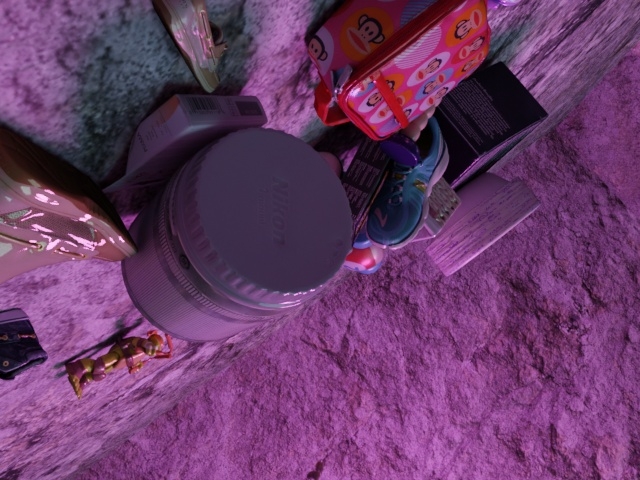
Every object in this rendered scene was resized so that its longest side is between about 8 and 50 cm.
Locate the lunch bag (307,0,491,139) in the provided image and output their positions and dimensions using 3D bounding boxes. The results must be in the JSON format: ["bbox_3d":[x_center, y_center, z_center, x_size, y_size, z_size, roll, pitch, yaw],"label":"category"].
[{"bbox_3d":[0.100,-0.248,0.822,0.258,0.120,0.293,-36,169,12],"label":"lunch bag"}]

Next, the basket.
[{"bbox_3d":[0.193,-0.072,1.222,0.103,0.113,0.167,-44,-170,-17],"label":"basket"}]

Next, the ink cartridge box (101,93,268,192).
[{"bbox_3d":[-0.172,-0.117,0.722,0.179,0.045,0.145,-23,179,32],"label":"ink cartridge box"}]

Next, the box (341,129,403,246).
[{"bbox_3d":[0.096,-0.132,1.125,0.270,0.060,0.216,-62,174,-12],"label":"box"}]

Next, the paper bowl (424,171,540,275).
[{"bbox_3d":[0.372,-0.054,1.439,0.284,0.148,0.284,-36,171,-6],"label":"paper bowl"}]

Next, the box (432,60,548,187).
[{"bbox_3d":[0.302,-0.221,1.370,0.294,0.182,0.296,-29,168,-36],"label":"box"}]

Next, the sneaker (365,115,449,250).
[{"bbox_3d":[0.150,-0.109,1.073,0.275,0.107,0.110,-65,155,-24],"label":"sneaker"}]

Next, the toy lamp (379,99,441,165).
[{"bbox_3d":[0.201,-0.255,1.009,0.274,0.080,0.080,-59,172,-10],"label":"toy lamp"}]

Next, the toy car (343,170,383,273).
[{"bbox_3d":[0.000,0.000,1.336,0.238,0.210,0.219,-25,158,0],"label":"toy car"}]

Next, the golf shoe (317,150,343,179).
[{"bbox_3d":[-0.065,-0.083,1.002,0.273,0.105,0.120,-35,160,-23],"label":"golf shoe"}]

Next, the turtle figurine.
[{"bbox_3d":[-0.415,0.241,1.248,0.217,0.087,0.269,-23,172,-29],"label":"turtle figurine"}]

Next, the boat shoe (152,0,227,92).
[{"bbox_3d":[-0.111,-0.184,0.559,0.045,0.050,0.135,-32,169,-3],"label":"boat shoe"}]

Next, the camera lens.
[{"bbox_3d":[-0.116,0.005,0.760,0.219,0.219,0.274,-29,180,-37],"label":"camera lens"}]

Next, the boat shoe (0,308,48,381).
[{"bbox_3d":[-0.446,0.149,0.774,0.065,0.083,0.183,-44,168,27],"label":"boat shoe"}]

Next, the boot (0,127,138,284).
[{"bbox_3d":[-0.314,0.012,0.600,0.203,0.095,0.262,-38,167,-3],"label":"boot"}]

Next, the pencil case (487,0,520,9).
[{"bbox_3d":[0.282,-0.408,0.787,0.206,0.086,0.088,112,-2,-67],"label":"pencil case"}]
